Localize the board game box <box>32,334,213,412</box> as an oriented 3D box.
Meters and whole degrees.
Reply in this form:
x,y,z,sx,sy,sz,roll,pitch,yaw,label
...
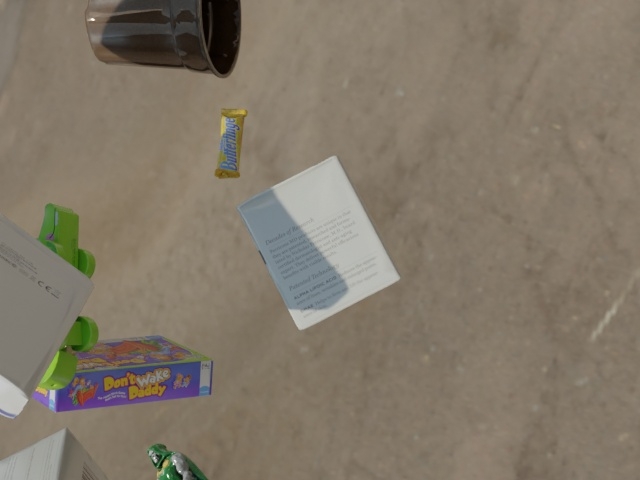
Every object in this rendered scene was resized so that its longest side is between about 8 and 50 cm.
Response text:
x,y,z,sx,sy,sz,roll,pitch,yaw,label
-0.427,0.268,2.462,0.233,0.347,0.078,15,103,52,board game box

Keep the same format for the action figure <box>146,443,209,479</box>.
x,y,z,sx,sy,sz,roll,pitch,yaw,label
-0.203,0.408,1.863,0.232,0.063,0.137,52,122,28,action figure

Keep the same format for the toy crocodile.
x,y,z,sx,sy,sz,roll,pitch,yaw,label
-0.484,0.103,2.207,0.105,0.115,0.341,-6,83,26,toy crocodile

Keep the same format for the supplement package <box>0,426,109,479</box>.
x,y,z,sx,sy,sz,roll,pitch,yaw,label
-0.300,0.284,1.175,0.179,0.105,0.105,-27,26,8,supplement package

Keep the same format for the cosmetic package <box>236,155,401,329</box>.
x,y,z,sx,sy,sz,roll,pitch,yaw,label
0.000,0.000,1.609,0.151,0.184,0.151,-28,0,2,cosmetic package

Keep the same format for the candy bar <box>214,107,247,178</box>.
x,y,z,sx,sy,sz,roll,pitch,yaw,label
-0.132,-0.142,1.768,0.161,0.040,0.018,-89,3,-47,candy bar

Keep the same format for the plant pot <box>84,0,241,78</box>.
x,y,z,sx,sy,sz,roll,pitch,yaw,label
-0.203,-0.289,1.545,0.167,0.165,0.167,0,-90,-77,plant pot

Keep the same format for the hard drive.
x,y,z,sx,sy,sz,roll,pitch,yaw,label
-0.390,0.062,1.400,0.040,0.210,0.319,-49,11,17,hard drive
